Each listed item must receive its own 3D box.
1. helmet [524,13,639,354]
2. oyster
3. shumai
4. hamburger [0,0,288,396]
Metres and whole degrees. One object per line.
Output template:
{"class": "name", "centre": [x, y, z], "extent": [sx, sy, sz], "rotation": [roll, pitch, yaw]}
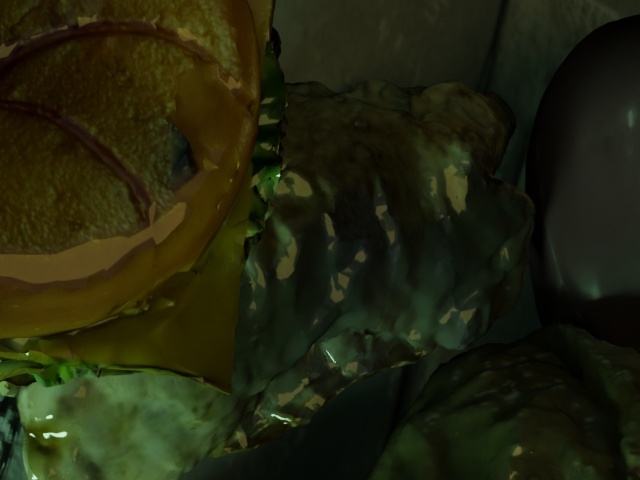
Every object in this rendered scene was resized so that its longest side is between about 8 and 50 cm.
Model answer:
{"class": "helmet", "centre": [0.211, 0.006, 0.996], "extent": [0.338, 0.197, 0.271], "rotation": [58, 28, -66]}
{"class": "oyster", "centre": [0.003, 0.003, 0.859], "extent": [0.341, 0.110, 0.166], "rotation": [-18, 106, -43]}
{"class": "shumai", "centre": [0.044, 0.187, 0.825], "extent": [0.262, 0.267, 0.314], "rotation": [-1, 64, -20]}
{"class": "hamburger", "centre": [-0.131, -0.052, 0.686], "extent": [0.261, 0.138, 0.243], "rotation": [17, 69, -21]}
